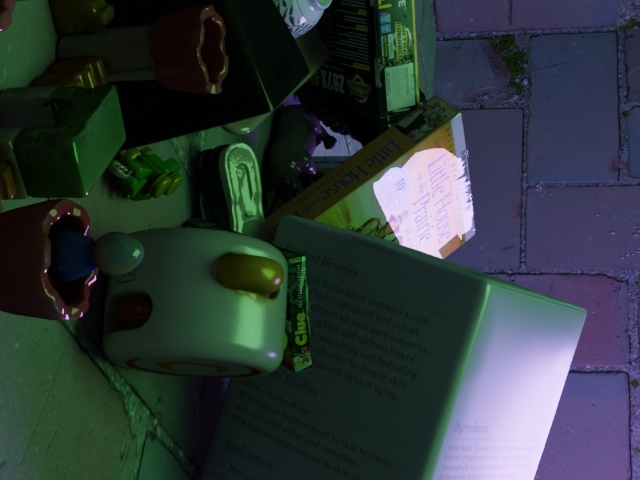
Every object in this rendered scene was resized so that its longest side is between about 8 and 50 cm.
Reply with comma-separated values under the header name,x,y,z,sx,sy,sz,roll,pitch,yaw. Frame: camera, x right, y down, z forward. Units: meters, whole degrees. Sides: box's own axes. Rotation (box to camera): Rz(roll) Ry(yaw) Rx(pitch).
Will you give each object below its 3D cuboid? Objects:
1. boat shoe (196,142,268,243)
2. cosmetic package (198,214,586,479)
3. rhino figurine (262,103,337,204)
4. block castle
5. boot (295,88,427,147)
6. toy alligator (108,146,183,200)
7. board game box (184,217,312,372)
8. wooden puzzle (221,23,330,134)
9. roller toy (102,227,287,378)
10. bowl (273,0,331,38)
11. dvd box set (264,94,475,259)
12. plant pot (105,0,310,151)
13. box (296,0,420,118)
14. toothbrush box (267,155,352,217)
name,x,y,z,sx,sy,sz,roll,pitch,yaw
boat shoe,-0.121,-0.011,1.486,0.084,0.079,0.233,-6,93,-51
cosmetic package,0.101,0.212,1.508,0.327,0.329,0.393,16,93,-54
rhino figurine,-0.042,-0.129,1.847,0.106,0.073,0.243,44,40,-31
block castle,-0.194,-0.177,0.873,0.453,0.213,0.303,-70,156,-56
boot,0.093,-0.189,1.940,0.260,0.131,0.348,-10,-77,68
toy alligator,-0.201,-0.065,1.219,0.051,0.056,0.190,-51,174,13
board game box,-0.091,0.060,1.354,0.260,0.030,0.136,17,-63,56
wooden puzzle,-0.104,-0.357,1.502,0.322,0.080,0.348,-51,136,-52
roller toy,-0.131,0.063,1.189,0.209,0.191,0.146,86,7,-76
bowl,-0.032,-0.339,1.467,0.170,0.080,0.170,1,90,-64
dvd box set,0.053,0.008,1.692,0.420,0.062,0.307,-36,145,-15
plant pot,-0.141,-0.218,1.223,0.188,0.187,0.167,-62,136,-65
box,0.022,-0.343,1.711,0.322,0.079,0.257,26,-51,54
toothbrush box,0.000,0.000,1.948,0.283,0.122,0.206,-69,156,-61
